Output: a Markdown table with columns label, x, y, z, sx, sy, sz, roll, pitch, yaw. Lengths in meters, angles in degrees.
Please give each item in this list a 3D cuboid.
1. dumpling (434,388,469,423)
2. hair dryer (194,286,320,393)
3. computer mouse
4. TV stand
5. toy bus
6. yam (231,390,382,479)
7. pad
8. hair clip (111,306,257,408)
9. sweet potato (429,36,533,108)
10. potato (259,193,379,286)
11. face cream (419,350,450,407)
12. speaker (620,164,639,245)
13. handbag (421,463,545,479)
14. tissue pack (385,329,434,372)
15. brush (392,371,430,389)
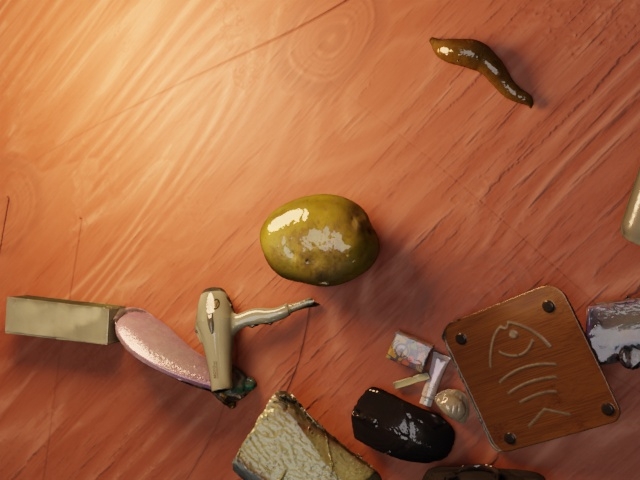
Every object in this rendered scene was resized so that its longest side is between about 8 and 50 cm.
| label | x | y | z | sx | sy | sz | roll | pitch | yaw |
| --- | --- | --- | --- | --- | --- | --- | --- | --- | --- |
| dumpling | 0.273 | 0.333 | 1.768 | 0.077 | 0.043 | 0.059 | 40 | 81 | 15 |
| hair dryer | -0.150 | 0.219 | 1.847 | 0.267 | 0.092 | 0.229 | 5 | 70 | 16 |
| computer mouse | 0.166 | 0.387 | 1.785 | 0.217 | 0.073 | 0.122 | 20 | 98 | 17 |
| TV stand | -0.588 | 0.183 | 2.005 | 0.270 | 0.083 | 0.088 | 5 | 92 | 18 |
| toy bus | 0.649 | 0.160 | 1.613 | 0.317 | 0.112 | 0.138 | -10 | 85 | 16 |
| yam | -0.022 | 0.471 | 1.783 | 0.271 | 0.201 | 0.202 | 35 | 81 | 17 |
| pad | 0.400 | 0.252 | 1.686 | 0.286 | 0.018 | 0.284 | -28 | 84 | 36 |
| hair clip | -0.314 | 0.259 | 1.910 | 0.359 | 0.095 | 0.110 | 33 | 70 | 6 |
| sweet potato | 0.324 | -0.348 | 1.718 | 0.249 | 0.059 | 0.069 | 33 | 121 | 10 |
| potato | -0.001 | 0.002 | 1.782 | 0.228 | 0.148 | 0.197 | -24 | 72 | 15 |
| face cream | 0.233 | 0.286 | 1.788 | 0.038 | 0.020 | 0.115 | 20 | 95 | 19 |
| speaker | 0.751 | -0.029 | 1.538 | 0.406 | 0.183 | 0.184 | 22 | 104 | 16 |
| handbag | 0.320 | 0.527 | 1.691 | 0.254 | 0.181 | 0.181 | 0 | 99 | 16 |
| tissue pack | 0.185 | 0.229 | 1.793 | 0.083 | 0.035 | 0.063 | 24 | 98 | 13 |
| brush | 0.189 | 0.290 | 1.799 | 0.084 | 0.013 | 0.016 | -22 | 80 | 27 |
